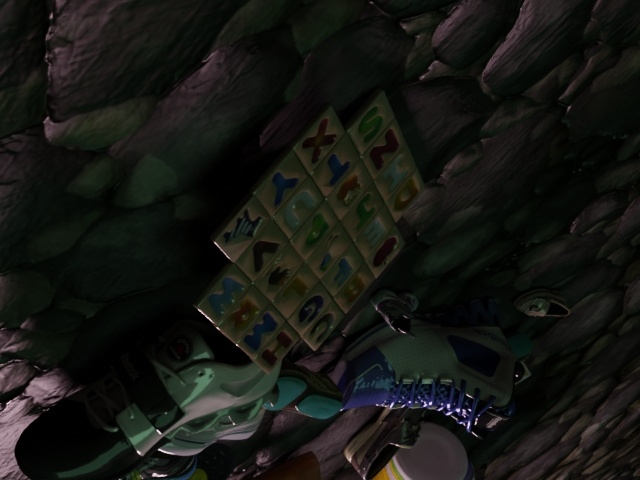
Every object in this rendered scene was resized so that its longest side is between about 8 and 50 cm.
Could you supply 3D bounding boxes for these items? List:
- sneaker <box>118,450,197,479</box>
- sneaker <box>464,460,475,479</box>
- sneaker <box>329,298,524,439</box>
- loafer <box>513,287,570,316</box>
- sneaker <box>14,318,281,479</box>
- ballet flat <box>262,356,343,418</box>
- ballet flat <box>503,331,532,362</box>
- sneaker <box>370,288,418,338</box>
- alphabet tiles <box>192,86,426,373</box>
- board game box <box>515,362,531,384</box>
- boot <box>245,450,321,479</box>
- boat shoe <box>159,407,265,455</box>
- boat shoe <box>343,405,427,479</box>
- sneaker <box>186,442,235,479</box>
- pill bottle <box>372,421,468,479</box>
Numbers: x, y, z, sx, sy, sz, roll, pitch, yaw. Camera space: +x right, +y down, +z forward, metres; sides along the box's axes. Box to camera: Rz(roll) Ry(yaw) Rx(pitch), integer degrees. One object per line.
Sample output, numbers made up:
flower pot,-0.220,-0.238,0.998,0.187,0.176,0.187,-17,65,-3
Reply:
sneaker,-0.245,0.285,1.446,0.188,0.067,0.078,-11,124,-33
sneaker,0.237,0.495,2.283,0.170,0.068,0.071,-33,138,-18
sneaker,0.180,0.199,1.608,0.315,0.182,0.127,-13,145,-33
loafer,0.356,0.102,1.788,0.125,0.039,0.045,1,138,-47
sneaker,-0.185,0.157,1.252,0.330,0.122,0.146,-21,140,-34
ballet flat,-0.041,0.189,1.485,0.073,0.067,0.206,-39,149,9
ballet flat,0.262,0.193,1.816,0.188,0.070,0.070,-5,141,-37
sneaker,0.111,0.103,1.505,0.038,0.069,0.098,-47,149,25
alphabet tiles,0.000,0.000,1.197,0.285,0.011,0.342,-50,153,-8
board game box,0.298,0.251,1.927,0.103,0.026,0.154,-30,170,-6
boot,-0.130,0.477,1.776,0.280,0.096,0.264,-13,115,-35
boat shoe,-0.142,0.210,1.421,0.076,0.083,0.226,-56,158,15
boat shoe,0.130,0.310,1.846,0.080,0.073,0.223,7,132,-51
sneaker,-0.217,0.346,1.570,0.209,0.069,0.082,-32,-174,-21
pill bottle,0.159,0.443,2.019,0.136,0.136,0.245,-15,147,-31
